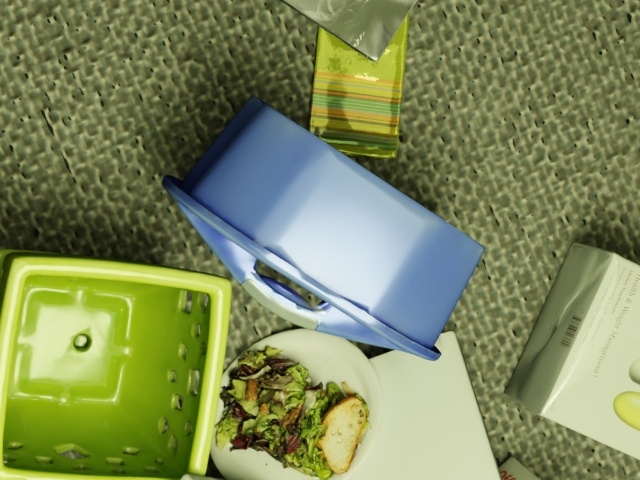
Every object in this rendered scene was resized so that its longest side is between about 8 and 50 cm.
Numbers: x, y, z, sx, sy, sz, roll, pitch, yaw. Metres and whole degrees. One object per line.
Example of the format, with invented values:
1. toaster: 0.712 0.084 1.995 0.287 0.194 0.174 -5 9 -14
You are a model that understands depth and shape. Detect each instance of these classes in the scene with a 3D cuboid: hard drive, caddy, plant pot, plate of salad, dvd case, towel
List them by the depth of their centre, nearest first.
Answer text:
1. plant pot: -0.236 0.121 1.696 0.228 0.207 0.227 7 94 -20
2. caddy: 0.000 0.000 1.719 0.341 0.241 0.179 33 92 -11
3. hard drive: 0.086 0.271 1.744 0.210 0.040 0.319 -20 58 8
4. plate of salad: -0.032 0.182 1.779 0.199 0.048 0.200 -8 62 15
5. dvd case: 0.051 -0.328 1.795 0.164 0.018 0.221 33 86 -4
6. towel: 0.045 -0.210 1.820 0.102 0.021 0.237 4 95 -11

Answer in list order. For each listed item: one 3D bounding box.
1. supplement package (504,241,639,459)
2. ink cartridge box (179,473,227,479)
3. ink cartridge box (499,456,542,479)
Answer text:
1. supplement package: 0.348 0.134 1.844 0.203 0.149 0.194 24 91 -11
2. ink cartridge box: -0.063 0.371 1.626 0.232 0.168 0.171 41 99 32
3. ink cartridge box: 0.168 0.386 1.806 0.283 0.207 0.117 -40 105 -5
